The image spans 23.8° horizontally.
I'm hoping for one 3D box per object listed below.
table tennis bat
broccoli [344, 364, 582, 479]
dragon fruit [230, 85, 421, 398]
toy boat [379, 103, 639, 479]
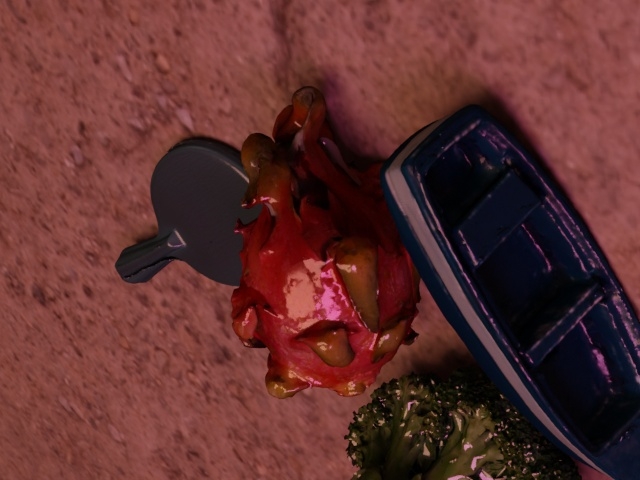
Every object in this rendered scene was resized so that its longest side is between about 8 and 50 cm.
[{"bbox_3d":[-0.100,-0.007,1.182,0.201,0.033,0.124,-28,100,48],"label":"table tennis bat"},{"bbox_3d":[0.097,0.173,1.069,0.195,0.156,0.195,172,90,-66],"label":"broccoli"},{"bbox_3d":[0.000,0.000,1.019,0.133,0.150,0.207,-7,97,-1],"label":"dragon fruit"},{"bbox_3d":[0.140,0.053,0.966,0.299,0.096,0.062,56,151,-16],"label":"toy boat"}]
